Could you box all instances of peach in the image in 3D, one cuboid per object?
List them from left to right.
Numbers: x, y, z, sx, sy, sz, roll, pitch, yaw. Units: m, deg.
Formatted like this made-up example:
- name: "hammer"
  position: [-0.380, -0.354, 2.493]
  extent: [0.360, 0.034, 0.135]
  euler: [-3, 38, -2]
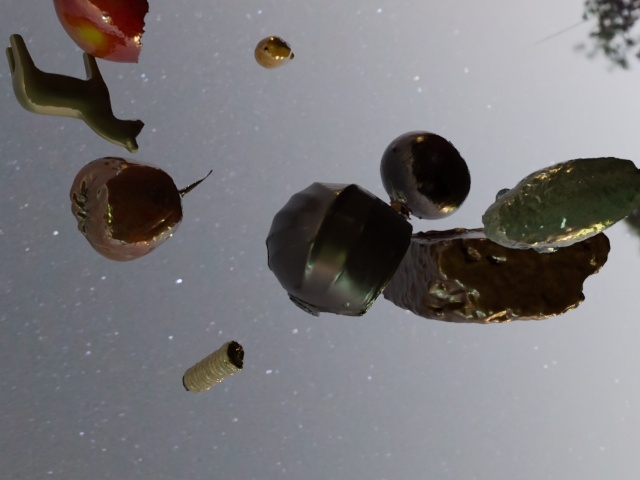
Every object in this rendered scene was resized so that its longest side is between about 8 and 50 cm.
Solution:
- name: "peach"
  position: [-0.382, -0.435, 1.366]
  extent: [0.196, 0.190, 0.226]
  euler: [-49, -40, -10]

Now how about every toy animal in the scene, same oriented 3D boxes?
- name: "toy animal"
  position: [0.257, -0.039, 0.636]
  extent: [0.253, 0.079, 0.070]
  euler: [-9, -103, -12]

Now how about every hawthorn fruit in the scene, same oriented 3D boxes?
- name: "hawthorn fruit"
  position: [-0.245, -0.039, 1.000]
  extent: [0.189, 0.149, 0.149]
  euler: [9, -115, -22]

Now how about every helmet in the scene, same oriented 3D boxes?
- name: "helmet"
  position: [0.000, 0.000, 1.261]
  extent: [0.177, 0.305, 0.225]
  euler: [38, -112, -31]

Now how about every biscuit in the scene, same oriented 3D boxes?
- name: "biscuit"
  position: [-0.201, 0.244, 1.383]
  extent: [0.055, 0.219, 0.061]
  euler: [-10, -108, -36]
- name: "biscuit"
  position: [0.310, 0.056, 1.428]
  extent: [0.342, 0.395, 0.166]
  euler: [-2, -87, -11]

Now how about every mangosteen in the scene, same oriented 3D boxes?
- name: "mangosteen"
  position: [0.228, -0.129, 1.752]
  extent: [0.261, 0.235, 0.235]
  euler: [-47, -59, -1]

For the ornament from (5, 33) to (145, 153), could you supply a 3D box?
- name: "ornament"
  position: [-0.445, -0.263, 1.356]
  extent: [0.230, 0.061, 0.245]
  euler: [2, -128, -40]

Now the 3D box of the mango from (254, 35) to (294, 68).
- name: "mango"
  position: [-0.119, -0.476, 1.868]
  extent: [0.190, 0.098, 0.075]
  euler: [-49, -50, -79]
